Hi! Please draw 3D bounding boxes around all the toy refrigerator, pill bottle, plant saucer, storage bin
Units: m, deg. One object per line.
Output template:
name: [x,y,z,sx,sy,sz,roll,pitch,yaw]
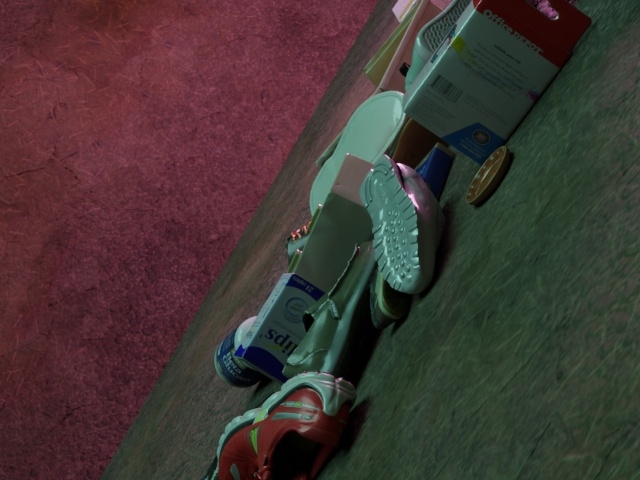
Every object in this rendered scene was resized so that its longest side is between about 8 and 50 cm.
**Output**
toy refrigerator: [0.017,0.011,1.957,0.102,0.094,0.269,-67,0,-49]
pill bottle: [-0.108,0.179,2.220,0.094,0.094,0.169,-62,10,-30]
plant saucer: [0.208,-0.078,1.652,0.083,0.013,0.083,-56,9,14]
storage bin: [0.130,-0.244,2.318,0.260,0.123,0.262,-47,14,50]

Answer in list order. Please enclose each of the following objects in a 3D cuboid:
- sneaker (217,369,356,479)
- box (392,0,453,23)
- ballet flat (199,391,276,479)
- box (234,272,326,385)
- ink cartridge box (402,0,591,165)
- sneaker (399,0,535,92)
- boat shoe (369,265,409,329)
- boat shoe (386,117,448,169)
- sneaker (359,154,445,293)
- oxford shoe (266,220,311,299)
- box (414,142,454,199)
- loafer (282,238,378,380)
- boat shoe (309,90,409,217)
sneaker: [-0.056,0.263,1.628,0.279,0.107,0.118,-52,19,44]
box: [0.216,-0.439,2.561,0.103,0.114,0.203,-54,9,13]
ballet flat: [-0.130,0.332,1.965,0.250,0.058,0.084,-53,-14,-7]
box: [-0.028,0.133,1.838,0.137,0.126,0.072,-59,10,-9]
ink cartridge box: [0.223,-0.228,1.706,0.231,0.134,0.078,-54,9,19]
sneaker: [0.221,-0.311,2.054,0.256,0.094,0.151,-37,-16,-27]
boat shoe: [0.086,0.056,1.711,0.049,0.056,0.152,-46,13,29]
boat shoe: [0.140,-0.139,2.050,0.207,0.073,0.073,-54,11,17]
sneaker: [0.121,-0.017,1.712,0.090,0.095,0.235,-46,33,30]
oxford shoe: [0.000,0.000,2.101,0.097,0.098,0.271,-68,1,-79]
box: [0.119,-0.027,1.899,0.136,0.036,0.225,-50,13,43]
loafer: [0.019,0.093,1.752,0.094,0.087,0.251,84,-156,-47]
boat shoe: [0.088,-0.132,2.195,0.319,0.099,0.116,-52,42,46]
